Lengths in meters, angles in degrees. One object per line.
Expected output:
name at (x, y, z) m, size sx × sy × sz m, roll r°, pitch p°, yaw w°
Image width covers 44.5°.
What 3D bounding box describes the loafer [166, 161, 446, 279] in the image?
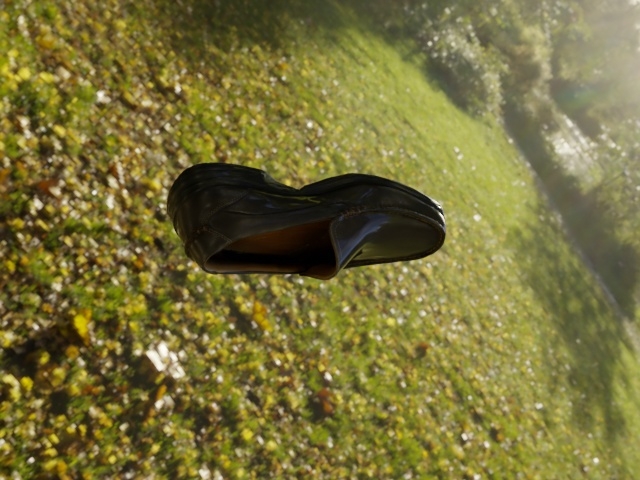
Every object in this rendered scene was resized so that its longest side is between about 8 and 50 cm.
loafer at (0.000, 0.000, 0.443) m, size 0.169 × 0.062 × 0.061 m, roll 1°, pitch 42°, yaw -22°
